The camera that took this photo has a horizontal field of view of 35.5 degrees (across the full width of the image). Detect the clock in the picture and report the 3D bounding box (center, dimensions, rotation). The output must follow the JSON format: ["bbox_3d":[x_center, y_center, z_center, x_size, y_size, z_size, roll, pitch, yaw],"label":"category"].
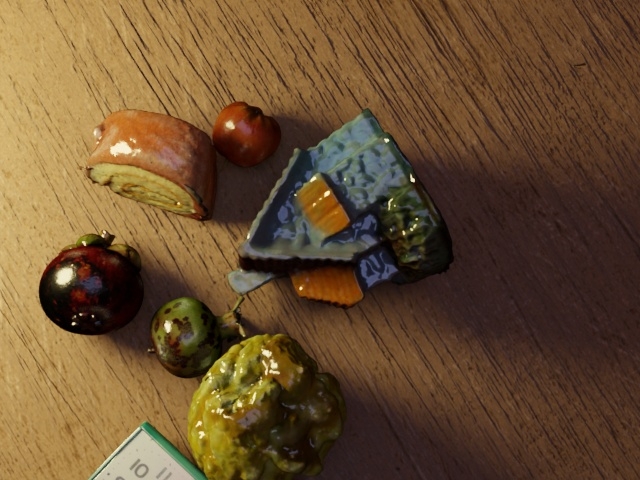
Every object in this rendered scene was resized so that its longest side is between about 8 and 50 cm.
[{"bbox_3d":[-0.288,0.484,1.733,0.262,0.116,0.231,43,76,1],"label":"clock"}]

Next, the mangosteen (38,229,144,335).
[{"bbox_3d":[-0.399,0.070,1.759,0.200,0.200,0.199,1,82,-4],"label":"mangosteen"}]

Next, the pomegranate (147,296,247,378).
[{"bbox_3d":[-0.218,0.171,1.772,0.169,0.148,0.148,3,81,-21],"label":"pomegranate"}]

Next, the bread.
[{"bbox_3d":[-0.298,-0.140,1.784,0.244,0.190,0.123,16,68,1],"label":"bread"}]

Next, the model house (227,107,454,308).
[{"bbox_3d":[0.000,0.000,1.697,0.339,0.360,0.297,-28,86,-7],"label":"model house"}]

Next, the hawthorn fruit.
[{"bbox_3d":[-0.139,-0.189,1.829,0.125,0.125,0.140,29,69,0],"label":"hawthorn fruit"}]

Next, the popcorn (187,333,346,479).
[{"bbox_3d":[-0.097,0.305,1.694,0.282,0.247,0.282,2,83,-16],"label":"popcorn"}]
